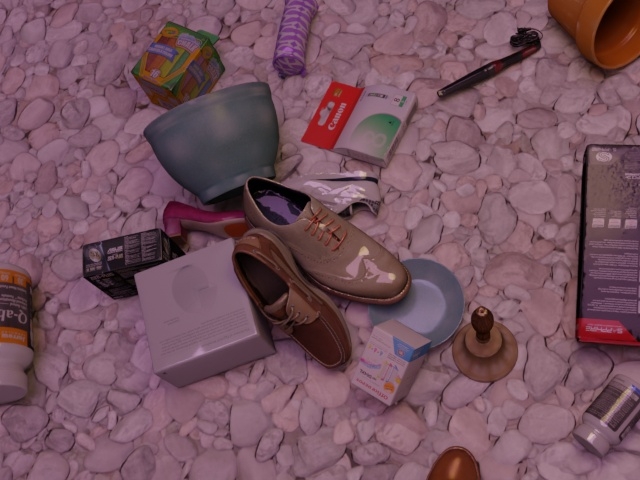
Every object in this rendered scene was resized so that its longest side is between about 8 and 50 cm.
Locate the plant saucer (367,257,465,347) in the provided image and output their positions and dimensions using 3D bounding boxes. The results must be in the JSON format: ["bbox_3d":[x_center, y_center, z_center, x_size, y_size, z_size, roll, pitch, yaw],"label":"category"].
[{"bbox_3d":[0.193,0.131,1.554,0.194,0.037,0.195,-5,66,12],"label":"plant saucer"}]

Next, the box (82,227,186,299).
[{"bbox_3d":[-0.398,0.053,1.673,0.180,0.147,0.078,-13,65,9],"label":"box"}]

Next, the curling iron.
[{"bbox_3d":[0.379,-0.394,1.743,0.274,0.035,0.068,-34,59,-3],"label":"curling iron"}]

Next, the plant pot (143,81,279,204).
[{"bbox_3d":[-0.210,-0.195,1.686,0.293,0.293,0.196,-23,90,3],"label":"plant pot"}]

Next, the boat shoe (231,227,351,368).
[{"bbox_3d":[-0.066,0.127,1.517,0.123,0.116,0.324,-40,91,27],"label":"boat shoe"}]

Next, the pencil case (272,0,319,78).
[{"bbox_3d":[-0.058,-0.497,1.872,0.088,0.086,0.206,15,69,-17],"label":"pencil case"}]

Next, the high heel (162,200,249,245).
[{"bbox_3d":[-0.236,-0.059,1.732,0.244,0.082,0.117,-13,55,13],"label":"high heel"}]

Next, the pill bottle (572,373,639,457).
[{"bbox_3d":[0.514,0.311,1.371,0.078,0.078,0.137,40,80,25],"label":"pill bottle"}]

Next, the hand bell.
[{"bbox_3d":[0.293,0.168,1.398,0.126,0.242,0.126,-5,66,12],"label":"hand bell"}]

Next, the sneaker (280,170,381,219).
[{"bbox_3d":[0.013,-0.091,1.674,0.235,0.090,0.095,-6,75,13],"label":"sneaker"}]

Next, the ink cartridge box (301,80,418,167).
[{"bbox_3d":[0.084,-0.278,1.755,0.224,0.056,0.181,21,73,20],"label":"ink cartridge box"}]

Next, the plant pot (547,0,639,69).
[{"bbox_3d":[0.597,-0.500,1.658,0.205,0.205,0.188,-36,48,-4],"label":"plant pot"}]

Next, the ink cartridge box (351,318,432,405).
[{"bbox_3d":[0.131,0.237,1.469,0.092,0.090,0.143,28,107,24],"label":"ink cartridge box"}]

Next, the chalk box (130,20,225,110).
[{"bbox_3d":[-0.329,-0.431,1.880,0.132,0.132,0.213,25,75,22],"label":"chalk box"}]

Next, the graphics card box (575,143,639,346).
[{"bbox_3d":[0.598,0.011,1.430,0.232,0.094,0.371,2,83,16],"label":"graphics card box"}]

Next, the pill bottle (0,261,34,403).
[{"bbox_3d":[-0.705,0.201,1.675,0.162,0.162,0.279,-16,64,6],"label":"pill bottle"}]

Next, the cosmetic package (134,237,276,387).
[{"bbox_3d":[-0.236,0.152,1.594,0.224,0.138,0.225,-20,62,4],"label":"cosmetic package"}]

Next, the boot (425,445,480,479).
[{"bbox_3d":[0.191,0.470,1.300,0.109,0.220,0.284,22,73,22],"label":"boot"}]

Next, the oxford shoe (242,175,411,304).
[{"bbox_3d":[0.000,0.000,1.553,0.396,0.146,0.140,27,71,16],"label":"oxford shoe"}]
